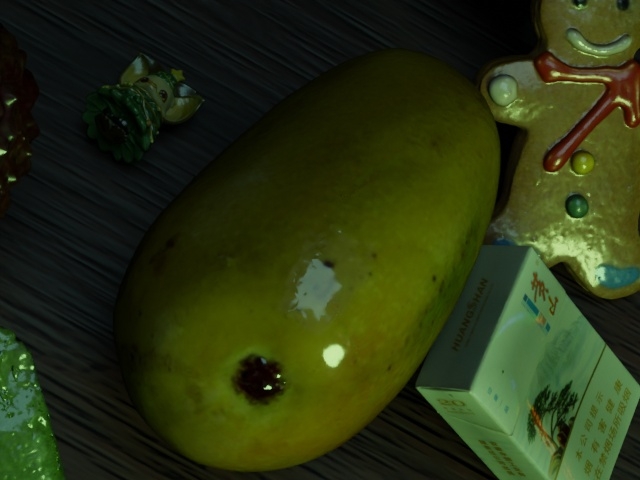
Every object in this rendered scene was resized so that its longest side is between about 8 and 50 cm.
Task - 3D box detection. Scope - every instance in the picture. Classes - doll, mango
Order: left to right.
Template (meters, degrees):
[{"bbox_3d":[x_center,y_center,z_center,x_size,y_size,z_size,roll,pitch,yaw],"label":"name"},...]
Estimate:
[{"bbox_3d":[-0.164,-0.116,1.655,0.078,0.077,0.113,36,31,9],"label":"doll"},{"bbox_3d":[0.000,0.000,1.529,0.232,0.300,0.446,48,48,-16],"label":"mango"}]

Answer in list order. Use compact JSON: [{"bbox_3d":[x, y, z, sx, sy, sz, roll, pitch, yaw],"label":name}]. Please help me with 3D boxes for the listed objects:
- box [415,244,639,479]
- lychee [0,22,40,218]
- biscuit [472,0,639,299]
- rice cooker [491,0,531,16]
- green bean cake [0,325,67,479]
[{"bbox_3d":[0.184,0.127,1.578,0.233,0.067,0.149,48,54,-39],"label":"box"},{"bbox_3d":[-0.381,-0.091,1.446,0.306,0.306,0.330,24,90,-6],"label":"lychee"},{"bbox_3d":[0.240,-0.113,1.690,0.205,0.049,0.324,9,94,-12],"label":"biscuit"},{"bbox_3d":[0.194,-0.282,1.752,0.112,0.165,0.106,45,92,5],"label":"rice cooker"},{"bbox_3d":[-0.310,0.177,1.432,0.200,0.113,0.214,-16,98,-17],"label":"green bean cake"}]
